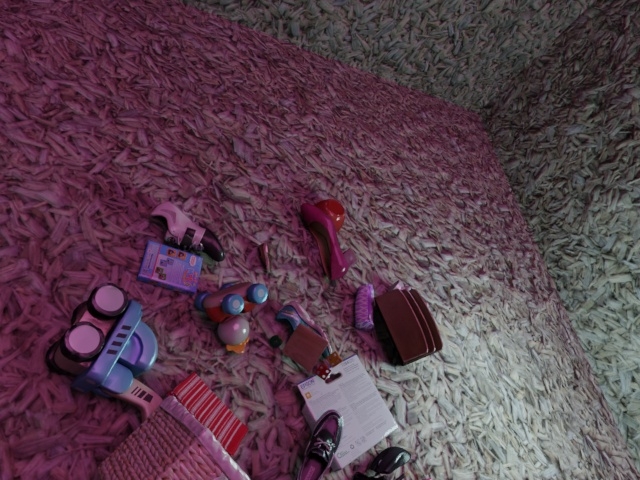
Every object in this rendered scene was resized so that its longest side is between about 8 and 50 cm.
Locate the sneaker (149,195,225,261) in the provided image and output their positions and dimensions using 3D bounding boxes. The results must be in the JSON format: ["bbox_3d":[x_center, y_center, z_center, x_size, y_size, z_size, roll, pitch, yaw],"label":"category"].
[{"bbox_3d":[-0.514,-0.013,1.905,0.331,0.122,0.146,41,51,8],"label":"sneaker"}]

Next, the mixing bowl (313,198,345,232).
[{"bbox_3d":[0.050,-0.132,2.392,0.182,0.098,0.181,18,50,-23],"label":"mixing bowl"}]

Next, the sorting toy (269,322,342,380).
[{"bbox_3d":[-0.048,0.407,1.889,0.275,0.132,0.046,32,1,10],"label":"sorting toy"}]

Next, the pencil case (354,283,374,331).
[{"bbox_3d":[0.195,0.296,2.192,0.087,0.088,0.205,14,50,-13],"label":"pencil case"}]

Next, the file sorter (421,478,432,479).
[{"bbox_3d":[0.231,0.936,1.678,0.291,0.202,0.182,5,60,-33],"label":"file sorter"}]

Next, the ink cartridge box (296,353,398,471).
[{"bbox_3d":[0.095,0.639,1.888,0.324,0.071,0.330,-15,66,-40],"label":"ink cartridge box"}]

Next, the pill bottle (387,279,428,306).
[{"bbox_3d":[0.408,0.277,2.342,0.180,0.108,0.108,43,45,-1],"label":"pill bottle"}]

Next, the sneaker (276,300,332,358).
[{"bbox_3d":[-0.063,0.368,1.971,0.275,0.107,0.110,46,64,8],"label":"sneaker"}]

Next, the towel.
[{"bbox_3d":[-0.351,0.551,1.590,0.275,0.031,0.199,46,9,3],"label":"towel"}]

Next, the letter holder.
[{"bbox_3d":[0.393,0.360,2.169,0.215,0.152,0.301,-23,69,0],"label":"letter holder"}]

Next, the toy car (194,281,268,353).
[{"bbox_3d":[-0.304,0.287,1.808,0.210,0.219,0.237,-21,102,-43],"label":"toy car"}]

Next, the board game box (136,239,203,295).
[{"bbox_3d":[-0.551,0.102,1.840,0.212,0.039,0.160,20,50,-22],"label":"board game box"}]

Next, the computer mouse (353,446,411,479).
[{"bbox_3d":[0.255,0.803,1.794,0.262,0.184,0.060,-10,86,-40],"label":"computer mouse"}]

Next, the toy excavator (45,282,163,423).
[{"bbox_3d":[-0.585,0.410,1.495,0.445,0.222,0.432,36,46,-21],"label":"toy excavator"}]

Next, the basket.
[{"bbox_3d":[-0.362,0.643,1.298,0.266,0.331,0.328,-39,110,-26],"label":"basket"}]

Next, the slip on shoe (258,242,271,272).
[{"bbox_3d":[-0.233,0.073,2.087,0.041,0.051,0.135,-12,69,4],"label":"slip on shoe"}]

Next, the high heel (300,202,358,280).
[{"bbox_3d":[0.000,0.000,2.250,0.377,0.127,0.181,48,51,9],"label":"high heel"}]

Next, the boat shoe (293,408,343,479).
[{"bbox_3d":[-0.002,0.712,1.680,0.108,0.102,0.301,29,64,6],"label":"boat shoe"}]
